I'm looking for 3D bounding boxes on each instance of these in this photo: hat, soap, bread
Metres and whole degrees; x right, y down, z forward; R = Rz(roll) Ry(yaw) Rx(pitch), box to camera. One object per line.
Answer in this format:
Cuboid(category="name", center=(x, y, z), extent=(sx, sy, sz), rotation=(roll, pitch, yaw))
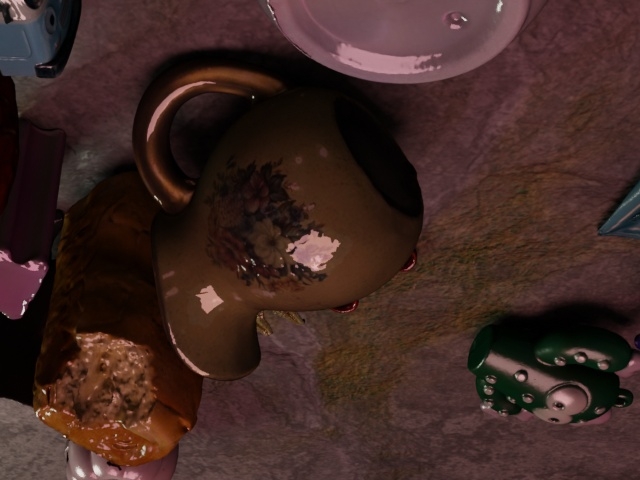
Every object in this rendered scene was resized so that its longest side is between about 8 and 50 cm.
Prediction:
Cuboid(category="hat", center=(-0.301, 0.102, 1.741), extent=(0.238, 0.336, 0.209), rotation=(29, 101, -8))
Cuboid(category="soap", center=(-0.346, -0.025, 1.588), extent=(0.065, 0.203, 0.122), rotation=(15, 141, -21))
Cuboid(category="bread", center=(-0.215, 0.085, 1.612), extent=(0.148, 0.344, 0.195), rotation=(-31, 131, 30))

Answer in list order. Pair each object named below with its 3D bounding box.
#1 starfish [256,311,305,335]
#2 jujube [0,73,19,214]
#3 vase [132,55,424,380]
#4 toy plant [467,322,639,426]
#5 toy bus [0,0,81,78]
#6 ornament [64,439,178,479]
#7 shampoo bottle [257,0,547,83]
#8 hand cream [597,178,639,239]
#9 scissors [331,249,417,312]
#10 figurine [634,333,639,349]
Cuboid(category="starfish", center=(-0.079, 0.051, 1.812), extent=(0.216, 0.050, 0.223), rotation=(-13, 142, 13))
Cuboid(category="jujube", center=(-0.399, -0.105, 1.438), extent=(0.174, 0.251, 0.174), rotation=(-2, 145, -2))
Cuboid(category="vase", center=(-0.077, -0.050, 1.521), extent=(0.302, 0.241, 0.329), rotation=(-34, 95, 23))
Cuboid(category="toy plant", center=(0.326, 0.191, 1.932), extent=(0.243, 0.113, 0.233), rotation=(5, 145, 8))
Cuboid(category="toy bus", center=(-0.382, -0.247, 1.337), extent=(0.271, 0.133, 0.165), rotation=(2, 141, 5))
Cuboid(category="ornament", center=(-0.308, 0.335, 2.133), extent=(0.177, 0.178, 0.177), rotation=(2, 145, 1))
Cuboid(category="shampoo bottle", center=(0.067, -0.290, 1.128), extent=(0.272, 0.266, 0.273), rotation=(2, 147, 2))
Cuboid(category="hand cream", center=(0.402, -0.058, 1.640), extent=(0.083, 0.048, 0.224), rotation=(5, 150, -8))
Cuboid(category="scissors", center=(0.000, 0.000, 1.743), extent=(0.144, 0.017, 0.247), rotation=(-37, 128, 22))
Cuboid(category="figurine", center=(0.537, 0.076, 1.703), extent=(0.261, 0.186, 0.382), rotation=(8, 140, -26))
